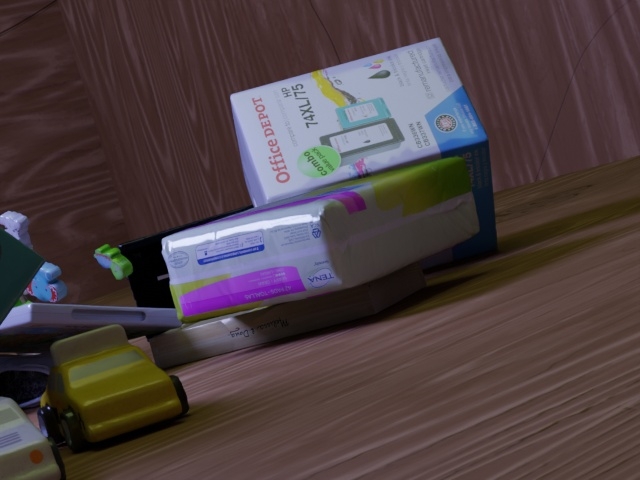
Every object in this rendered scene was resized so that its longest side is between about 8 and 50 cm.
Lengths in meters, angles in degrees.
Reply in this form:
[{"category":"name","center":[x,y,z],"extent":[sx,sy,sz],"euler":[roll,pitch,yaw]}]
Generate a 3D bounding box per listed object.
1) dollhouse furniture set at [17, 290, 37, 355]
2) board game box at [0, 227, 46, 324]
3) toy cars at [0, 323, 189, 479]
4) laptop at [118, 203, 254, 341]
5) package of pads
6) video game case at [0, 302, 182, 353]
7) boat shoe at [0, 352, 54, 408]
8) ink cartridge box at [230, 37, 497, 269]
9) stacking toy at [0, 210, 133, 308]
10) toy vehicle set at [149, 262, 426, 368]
[{"category":"dollhouse furniture set","center":[-0.384,0.146,2.332],"extent":[0.129,0.129,0.183],"euler":[-17,-27,-26]},{"category":"board game box","center":[-0.436,0.022,1.562],"extent":[0.254,0.336,0.079],"euler":[-56,12,-10]},{"category":"toy cars","center":[-0.219,0.133,1.495],"extent":[0.176,0.087,0.394],"euler":[-16,3,21]},{"category":"laptop","center":[-0.140,0.035,2.555],"extent":[0.234,0.264,0.136],"euler":[-18,41,-6]},{"category":"package of pads","center":[0.000,0.000,2.009],"extent":[0.229,0.101,0.296],"euler":[-13,3,35]},{"category":"video game case","center":[-0.288,0.097,2.063],"extent":[0.193,0.023,0.212],"euler":[4,-13,-41]},{"category":"boat shoe","center":[-0.344,0.162,2.091],"extent":[0.184,0.066,0.063],"euler":[-4,7,29]},{"category":"ink cartridge box","center":[0.052,-0.082,2.309],"extent":[0.270,0.197,0.198],"euler":[-16,47,-5]},{"category":"stacking toy","center":[-0.351,0.042,2.238],"extent":[0.221,0.052,0.167],"euler":[17,34,32]},{"category":"toy vehicle set","center":[-0.034,0.078,2.076],"extent":[0.267,0.035,0.166],"euler":[-16,3,24]}]
